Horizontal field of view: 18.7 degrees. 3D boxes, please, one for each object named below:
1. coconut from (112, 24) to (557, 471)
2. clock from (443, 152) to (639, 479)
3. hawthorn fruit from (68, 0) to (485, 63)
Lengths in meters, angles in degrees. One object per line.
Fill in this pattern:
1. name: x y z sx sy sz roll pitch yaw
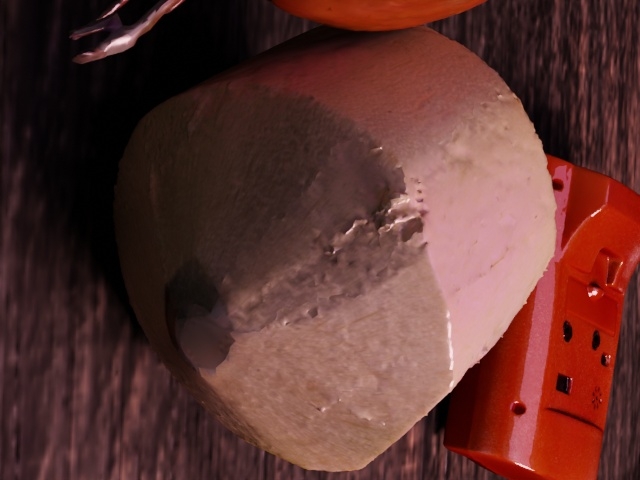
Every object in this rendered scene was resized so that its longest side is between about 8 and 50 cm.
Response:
1. coconut: 0.000 0.000 0.696 0.152 0.147 0.147 -39 125 -52
2. clock: 0.116 0.043 0.953 0.113 0.061 0.155 24 75 -56
3. hawthorn fruit: 0.018 -0.163 0.654 0.299 0.211 0.211 -54 137 -18
